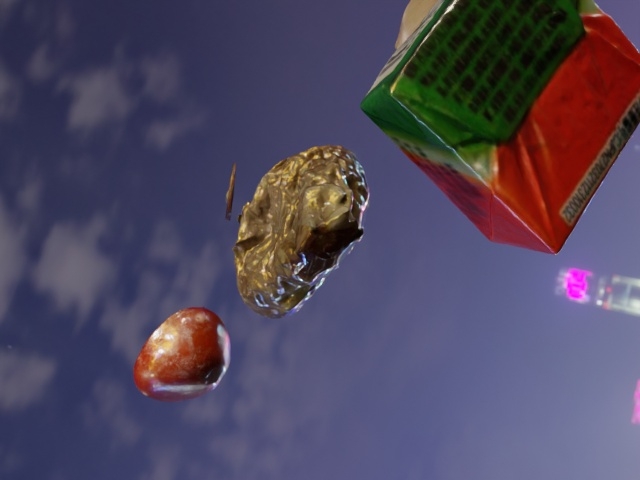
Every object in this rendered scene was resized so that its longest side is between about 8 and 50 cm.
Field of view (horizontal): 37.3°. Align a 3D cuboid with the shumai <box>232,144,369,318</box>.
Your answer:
[{"bbox_3d":[0.002,0.001,1.678,0.217,0.283,0.346,31,-92,-30],"label":"shumai"}]

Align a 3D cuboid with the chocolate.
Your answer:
[{"bbox_3d":[0.267,-0.207,1.351,0.341,0.161,0.360,43,-112,-17],"label":"chocolate"}]

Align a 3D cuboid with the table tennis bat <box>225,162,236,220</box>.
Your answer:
[{"bbox_3d":[-0.139,-0.073,1.457,0.156,0.013,0.087,161,115,-83],"label":"table tennis bat"}]

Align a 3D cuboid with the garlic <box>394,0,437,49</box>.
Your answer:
[{"bbox_3d":[0.251,-0.484,1.945,0.318,0.112,0.143,131,159,-66],"label":"garlic"}]

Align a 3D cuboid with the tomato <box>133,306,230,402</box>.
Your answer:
[{"bbox_3d":[-0.192,0.184,1.400,0.159,0.091,0.139,-44,-37,-10],"label":"tomato"}]
